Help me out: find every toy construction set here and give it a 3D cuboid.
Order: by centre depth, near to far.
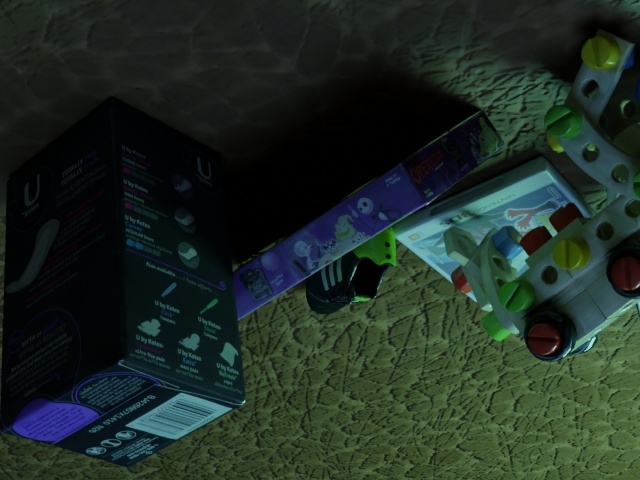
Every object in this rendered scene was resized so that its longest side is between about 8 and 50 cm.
[{"bbox_3d":[0.229,-0.016,1.130,0.151,0.215,0.327,-15,155,-42],"label":"toy construction set"}]

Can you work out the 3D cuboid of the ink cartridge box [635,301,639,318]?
[{"bbox_3d":[0.411,0.027,1.388,0.109,0.062,0.209,-15,147,12],"label":"ink cartridge box"}]

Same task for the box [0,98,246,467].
[{"bbox_3d":[-0.181,0.041,1.081,0.165,0.270,0.143,-30,142,31],"label":"box"}]

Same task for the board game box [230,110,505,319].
[{"bbox_3d":[0.000,0.000,1.159,0.347,0.056,0.208,-32,-175,32],"label":"board game box"}]

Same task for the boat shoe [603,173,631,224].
[{"bbox_3d":[0.337,-0.051,1.226,0.098,0.096,0.277,-22,147,-29],"label":"boat shoe"}]

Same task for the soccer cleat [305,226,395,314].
[{"bbox_3d":[0.031,0.044,1.320,0.060,0.072,0.179,7,145,-22],"label":"soccer cleat"}]

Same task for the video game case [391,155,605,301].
[{"bbox_3d":[0.206,-0.006,1.328,0.183,0.023,0.201,-24,145,24],"label":"video game case"}]
